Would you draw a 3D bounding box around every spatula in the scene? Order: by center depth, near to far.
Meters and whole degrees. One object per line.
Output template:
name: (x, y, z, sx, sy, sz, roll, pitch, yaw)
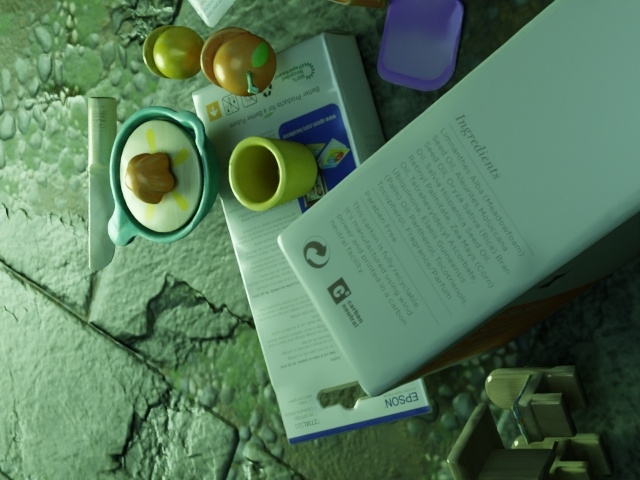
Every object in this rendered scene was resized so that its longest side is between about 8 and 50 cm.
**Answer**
spatula: (0.093, -0.275, 1.196, 0.084, 0.030, 0.296, 21, 127, 30)

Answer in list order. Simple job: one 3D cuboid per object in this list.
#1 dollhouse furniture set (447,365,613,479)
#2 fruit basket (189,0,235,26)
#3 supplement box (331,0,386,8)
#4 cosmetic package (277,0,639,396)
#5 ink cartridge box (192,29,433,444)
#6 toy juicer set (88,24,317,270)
dollhouse furniture set: (0.144, 0.259, 1.149, 0.161, 0.212, 0.242, -6, 119, 34)
fruit basket: (-0.115, -0.432, 1.252, 0.353, 0.165, 0.327, 51, 134, 3)
supplement box: (0.049, -0.332, 1.222, 0.080, 0.078, 0.233, 29, 112, 26)
cosmetic package: (0.209, -0.070, 1.050, 0.453, 0.230, 0.161, -40, 73, 32)
ink cartridge box: (0.000, 0.000, 1.303, 0.176, 0.069, 0.370, -19, 82, 35)
toy juicer set: (-0.163, -0.100, 1.319, 0.329, 0.089, 0.209, -17, 86, 39)
